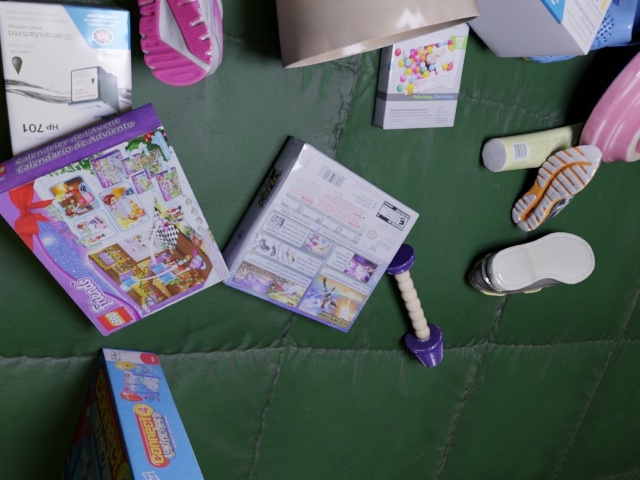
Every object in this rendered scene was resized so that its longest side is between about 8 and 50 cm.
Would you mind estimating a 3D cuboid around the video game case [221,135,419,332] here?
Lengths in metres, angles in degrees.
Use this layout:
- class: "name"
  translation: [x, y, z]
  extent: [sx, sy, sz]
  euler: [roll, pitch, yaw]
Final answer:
- class: "video game case"
  translation: [0.000, 0.000, 0.981]
  extent: [0.269, 0.061, 0.244]
  euler: [27, 96, -35]

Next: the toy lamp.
- class: "toy lamp"
  translation: [0.177, 0.133, 1.137]
  extent: [0.080, 0.080, 0.275]
  euler: [-32, 121, -13]

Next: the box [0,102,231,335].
- class: "box"
  translation: [-0.252, -0.012, 0.771]
  extent: [0.200, 0.057, 0.293]
  euler: [-25, 141, -10]

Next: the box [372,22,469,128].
- class: "box"
  translation: [0.162, -0.275, 0.958]
  extent: [0.145, 0.038, 0.186]
  euler: [-7, 115, -28]

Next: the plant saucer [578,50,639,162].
- class: "plant saucer"
  translation: [0.638, -0.269, 1.117]
  extent: [0.332, 0.084, 0.332]
  euler: [-29, 151, -18]

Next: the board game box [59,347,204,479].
- class: "board game box"
  translation: [-0.286, 0.360, 0.837]
  extent: [0.086, 0.308, 0.302]
  euler: [13, 105, -32]

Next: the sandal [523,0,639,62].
- class: "sandal"
  translation: [0.482, -0.381, 1.031]
  extent: [0.317, 0.138, 0.126]
  euler: [-21, 123, -18]

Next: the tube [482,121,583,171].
- class: "tube"
  translation: [0.412, -0.172, 1.141]
  extent: [0.240, 0.070, 0.062]
  euler: [-11, 75, -30]

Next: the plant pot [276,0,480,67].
- class: "plant pot"
  translation: [0.042, -0.380, 0.736]
  extent: [0.256, 0.256, 0.274]
  euler: [-20, 105, -20]

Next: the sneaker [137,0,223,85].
- class: "sneaker"
  translation: [-0.178, -0.309, 0.720]
  extent: [0.102, 0.111, 0.253]
  euler: [-6, 98, 5]

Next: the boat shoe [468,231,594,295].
- class: "boat shoe"
  translation: [0.440, 0.051, 1.237]
  extent: [0.304, 0.091, 0.109]
  euler: [-7, 79, -29]

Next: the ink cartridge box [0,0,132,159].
- class: "ink cartridge box"
  translation: [-0.301, -0.182, 0.714]
  extent: [0.139, 0.082, 0.191]
  euler: [-7, 115, -27]

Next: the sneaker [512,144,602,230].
- class: "sneaker"
  translation: [0.460, -0.106, 1.155]
  extent: [0.083, 0.084, 0.215]
  euler: [-15, 154, -37]

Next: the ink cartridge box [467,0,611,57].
- class: "ink cartridge box"
  translation: [0.334, -0.420, 0.886]
  extent: [0.171, 0.168, 0.233]
  euler: [29, 86, -37]
